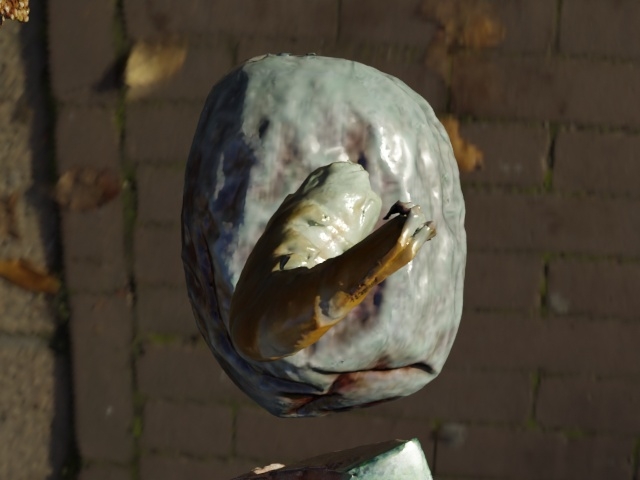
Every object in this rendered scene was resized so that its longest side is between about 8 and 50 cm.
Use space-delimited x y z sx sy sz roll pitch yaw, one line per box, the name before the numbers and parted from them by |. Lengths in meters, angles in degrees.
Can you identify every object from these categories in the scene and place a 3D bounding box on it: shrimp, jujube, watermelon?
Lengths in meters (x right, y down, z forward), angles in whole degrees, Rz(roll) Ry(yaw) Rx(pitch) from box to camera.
shrimp | 0.015 -0.006 1.000 0.049 0.161 0.166 43 141 -11
jujube | 0.003 0.000 1.642 0.247 0.215 0.308 6 92 -3
watermelon | -0.008 0.284 1.819 0.148 0.226 0.318 -17 145 -30

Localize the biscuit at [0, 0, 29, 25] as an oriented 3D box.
biscuit | -0.282 -0.257 1.686 0.026 0.236 0.131 -8 146 15
